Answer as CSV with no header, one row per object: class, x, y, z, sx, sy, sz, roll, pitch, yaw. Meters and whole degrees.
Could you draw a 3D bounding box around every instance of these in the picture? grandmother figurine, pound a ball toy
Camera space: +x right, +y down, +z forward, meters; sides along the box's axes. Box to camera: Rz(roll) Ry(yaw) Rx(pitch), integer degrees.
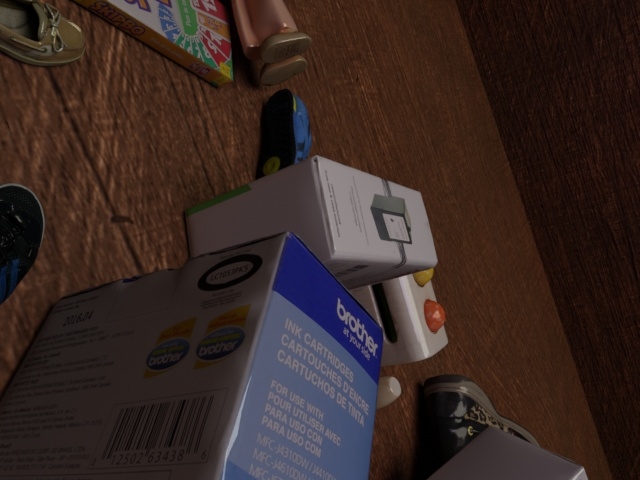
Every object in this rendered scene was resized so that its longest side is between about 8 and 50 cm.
grandmother figurine,-0.112,-0.411,0.813,0.104,0.208,0.342,-19,81,-19
pound a ball toy,0.112,0.086,0.918,0.208,0.135,0.319,-11,84,-59

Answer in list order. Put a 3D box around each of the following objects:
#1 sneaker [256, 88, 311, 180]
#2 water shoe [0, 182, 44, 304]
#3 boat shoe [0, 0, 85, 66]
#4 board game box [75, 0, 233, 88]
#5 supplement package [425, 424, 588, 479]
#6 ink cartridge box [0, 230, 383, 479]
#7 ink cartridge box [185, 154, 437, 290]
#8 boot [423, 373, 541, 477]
sneaker,-0.043,-0.125,0.838,0.082,0.069,0.209,39,45,-48
water shoe,-0.255,0.028,0.416,0.073,0.080,0.203,51,37,-32
boat shoe,-0.279,-0.203,0.520,0.153,0.048,0.056,3,73,-57
board game box,-0.209,-0.299,0.694,0.259,0.039,0.124,19,59,-50
supplement package,0.217,0.425,0.756,0.293,0.175,0.177,-31,104,-22
ink cartridge box,-0.112,0.162,0.396,0.151,0.270,0.395,48,40,-38
ink cartridge box,0.000,0.000,0.720,0.273,0.198,0.115,8,68,-57
boot,0.304,0.457,1.039,0.377,0.138,0.284,49,38,-28
